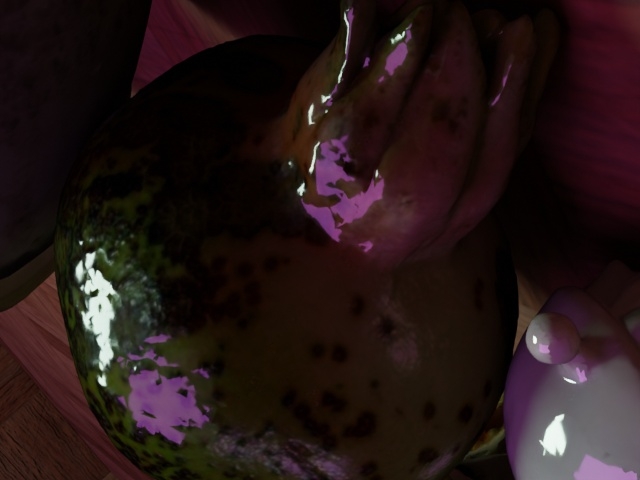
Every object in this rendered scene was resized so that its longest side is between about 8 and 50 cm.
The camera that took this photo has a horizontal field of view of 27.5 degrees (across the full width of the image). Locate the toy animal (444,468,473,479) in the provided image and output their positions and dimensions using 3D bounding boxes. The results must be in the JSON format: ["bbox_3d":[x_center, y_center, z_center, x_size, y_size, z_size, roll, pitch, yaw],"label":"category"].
[{"bbox_3d":[0.050,0.204,0.659,0.230,0.156,0.156,55,171,37],"label":"toy animal"}]

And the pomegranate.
[{"bbox_3d":[0.009,-0.008,0.588,0.222,0.276,0.204,42,-159,6],"label":"pomegranate"}]

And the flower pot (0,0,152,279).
[{"bbox_3d":[-0.198,-0.146,0.545,0.293,0.293,0.330,46,155,0],"label":"flower pot"}]

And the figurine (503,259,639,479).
[{"bbox_3d":[0.146,0.102,0.568,0.144,0.182,0.256,-10,127,17],"label":"figurine"}]

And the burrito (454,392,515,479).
[{"bbox_3d":[0.125,0.169,0.797,0.348,0.107,0.175,42,147,6],"label":"burrito"}]

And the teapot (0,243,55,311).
[{"bbox_3d":[-0.288,-0.101,0.875,0.239,0.239,0.321,26,163,13],"label":"teapot"}]
